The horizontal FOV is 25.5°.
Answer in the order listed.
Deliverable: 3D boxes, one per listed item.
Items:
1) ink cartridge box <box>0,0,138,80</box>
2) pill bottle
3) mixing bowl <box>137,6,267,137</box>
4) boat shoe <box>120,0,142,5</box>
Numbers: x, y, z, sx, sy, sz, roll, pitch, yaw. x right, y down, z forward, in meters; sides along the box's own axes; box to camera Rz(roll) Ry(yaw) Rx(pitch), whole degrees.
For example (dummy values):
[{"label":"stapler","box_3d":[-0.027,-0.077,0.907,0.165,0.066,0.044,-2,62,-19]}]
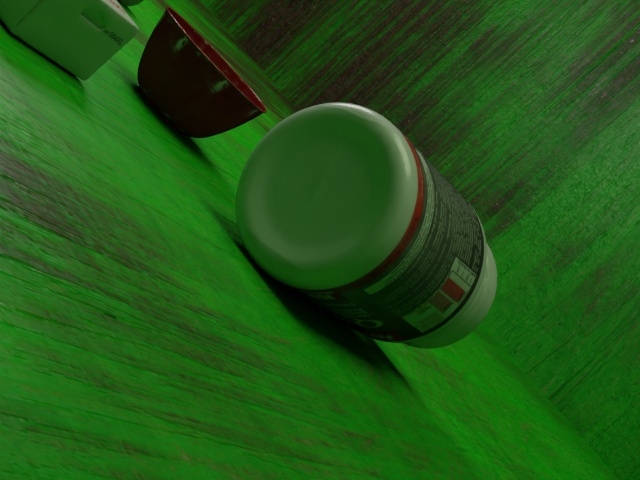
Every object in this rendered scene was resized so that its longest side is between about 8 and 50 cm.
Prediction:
[{"label":"ink cartridge box","box_3d":[-0.298,-0.277,1.450,0.203,0.086,0.148,51,8,25]},{"label":"pill bottle","box_3d":[0.070,0.001,1.633,0.210,0.210,0.363,51,7,30]},{"label":"mixing bowl","box_3d":[-0.164,-0.195,1.777,0.181,0.098,0.181,47,6,-6]},{"label":"boat shoe","box_3d":[-0.320,-0.476,2.266,0.081,0.079,0.227,54,-21,28]}]
